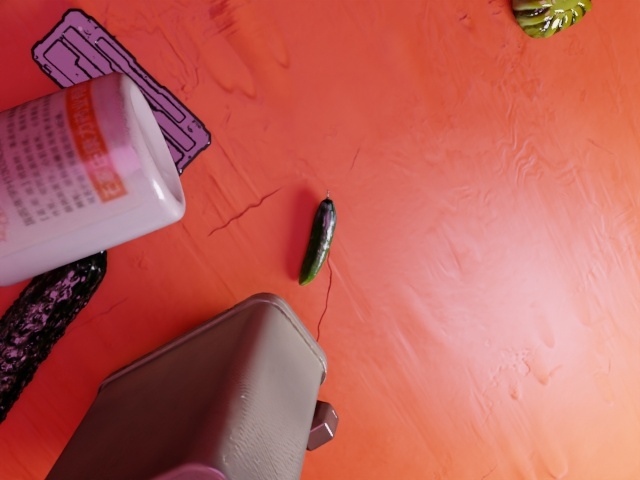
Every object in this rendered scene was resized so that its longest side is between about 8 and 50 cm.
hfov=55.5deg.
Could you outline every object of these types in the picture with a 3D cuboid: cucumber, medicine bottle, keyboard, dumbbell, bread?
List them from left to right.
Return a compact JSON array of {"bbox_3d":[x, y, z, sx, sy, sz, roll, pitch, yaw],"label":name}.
[{"bbox_3d":[-0.384,-0.059,0.783,0.372,0.211,0.210,-21,108,-3],"label":"medicine bottle"},{"bbox_3d":[-0.431,0.142,0.890,0.096,0.096,0.359,36,95,-19],"label":"cucumber"},{"bbox_3d":[-0.279,-0.206,0.875,0.106,0.016,0.262,-46,110,2],"label":"keyboard"},{"bbox_3d":[-0.053,0.243,1.014,0.082,0.092,0.230,-20,112,22],"label":"dumbbell"},{"bbox_3d":[0.000,0.000,0.986,0.039,0.039,0.167,12,104,-16],"label":"cucumber"},{"bbox_3d":[0.368,-0.390,0.954,0.139,0.071,0.130,-34,114,-3],"label":"bread"}]

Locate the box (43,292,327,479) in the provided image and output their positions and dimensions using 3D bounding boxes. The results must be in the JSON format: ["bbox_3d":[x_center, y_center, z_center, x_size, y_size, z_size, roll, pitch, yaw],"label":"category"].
[{"bbox_3d":[-0.186,0.273,0.802,0.352,0.343,0.177,-29,106,17],"label":"box"}]
